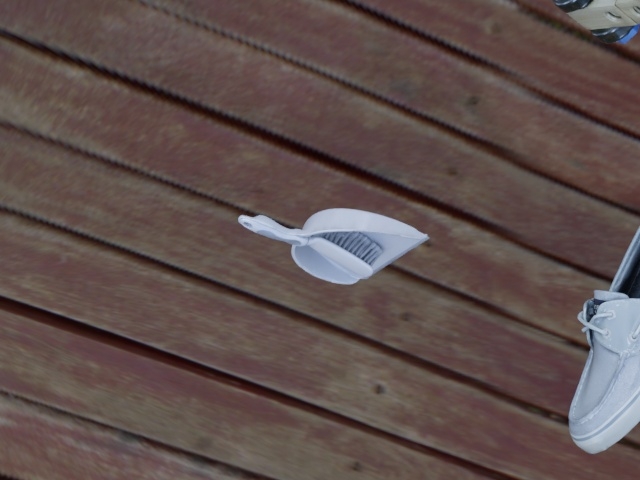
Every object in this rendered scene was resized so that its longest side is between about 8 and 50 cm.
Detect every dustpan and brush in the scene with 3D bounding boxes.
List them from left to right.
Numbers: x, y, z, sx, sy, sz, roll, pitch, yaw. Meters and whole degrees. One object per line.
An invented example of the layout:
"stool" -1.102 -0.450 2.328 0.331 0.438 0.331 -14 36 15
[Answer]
"dustpan and brush" 0.000 0.000 1.718 0.211 0.147 0.060 28 54 -22

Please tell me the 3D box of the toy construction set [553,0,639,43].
"toy construction set" 0.326 -0.282 1.334 0.151 0.328 0.215 29 77 -15

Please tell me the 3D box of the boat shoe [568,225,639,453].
"boat shoe" 0.254 0.063 1.233 0.081 0.079 0.227 35 78 -18
